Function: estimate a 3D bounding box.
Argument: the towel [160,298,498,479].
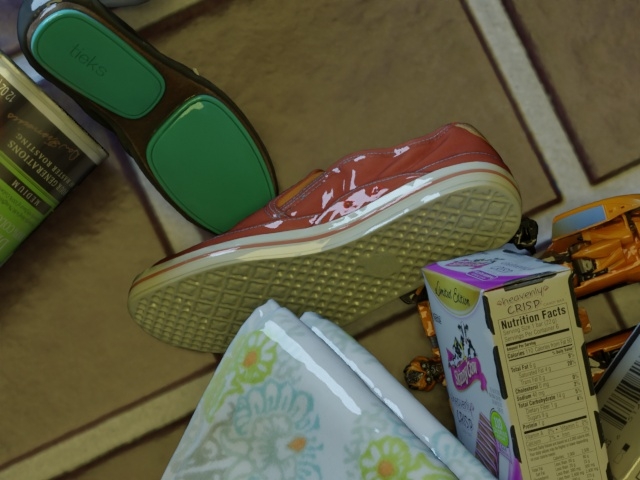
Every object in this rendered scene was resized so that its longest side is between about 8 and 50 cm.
[{"bbox_3d":[0.002,0.267,1.369,0.374,0.090,0.320,43,113,38],"label":"towel"}]

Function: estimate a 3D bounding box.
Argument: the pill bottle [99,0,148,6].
[{"bbox_3d":[-0.191,-0.338,1.525,0.162,0.162,0.278,6,84,2],"label":"pill bottle"}]

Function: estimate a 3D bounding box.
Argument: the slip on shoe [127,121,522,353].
[{"bbox_3d":[0.000,0.000,1.511,0.331,0.123,0.101,-23,43,14],"label":"slip on shoe"}]

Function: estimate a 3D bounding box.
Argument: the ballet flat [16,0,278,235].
[{"bbox_3d":[-0.133,-0.114,1.515,0.095,0.096,0.280,-39,123,7],"label":"ballet flat"}]

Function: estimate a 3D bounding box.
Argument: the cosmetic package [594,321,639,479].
[{"bbox_3d":[0.349,0.185,1.427,0.296,0.129,0.153,36,89,-16],"label":"cosmetic package"}]

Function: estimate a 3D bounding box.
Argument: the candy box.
[{"bbox_3d":[0.148,0.130,1.380,0.071,0.159,0.233,-13,97,-11],"label":"candy box"}]

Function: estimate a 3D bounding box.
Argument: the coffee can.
[{"bbox_3d":[-0.331,-0.036,1.479,0.201,0.201,0.275,43,87,5],"label":"coffee can"}]

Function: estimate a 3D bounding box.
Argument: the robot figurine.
[{"bbox_3d":[0.205,0.064,1.513,0.291,0.085,0.211,-19,83,0],"label":"robot figurine"}]
